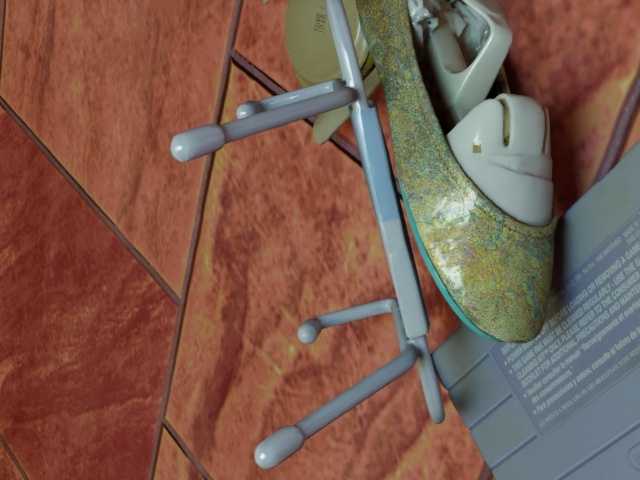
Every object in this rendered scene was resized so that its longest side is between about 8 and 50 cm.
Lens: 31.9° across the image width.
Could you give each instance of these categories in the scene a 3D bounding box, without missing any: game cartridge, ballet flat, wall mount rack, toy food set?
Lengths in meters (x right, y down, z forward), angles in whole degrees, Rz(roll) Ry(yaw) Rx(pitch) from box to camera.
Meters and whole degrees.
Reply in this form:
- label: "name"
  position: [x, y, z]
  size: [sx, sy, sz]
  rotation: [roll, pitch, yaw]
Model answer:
- label: "game cartridge"
  position: [0.229, 0.084, 0.803]
  size: [0.355, 0.068, 0.230]
  rotation: [-52, 55, 46]
- label: "ballet flat"
  position: [0.109, -0.096, 0.823]
  size: [0.123, 0.123, 0.348]
  rotation: [-54, 39, 45]
- label: "wall mount rack"
  position: [0.000, 0.000, 0.826]
  size: [0.304, 0.130, 0.350]
  rotation: [-81, -24, -79]
- label: "toy food set"
  position: [0.011, -0.198, 1.041]
  size: [0.132, 0.038, 0.192]
  rotation: [-41, 61, 42]
